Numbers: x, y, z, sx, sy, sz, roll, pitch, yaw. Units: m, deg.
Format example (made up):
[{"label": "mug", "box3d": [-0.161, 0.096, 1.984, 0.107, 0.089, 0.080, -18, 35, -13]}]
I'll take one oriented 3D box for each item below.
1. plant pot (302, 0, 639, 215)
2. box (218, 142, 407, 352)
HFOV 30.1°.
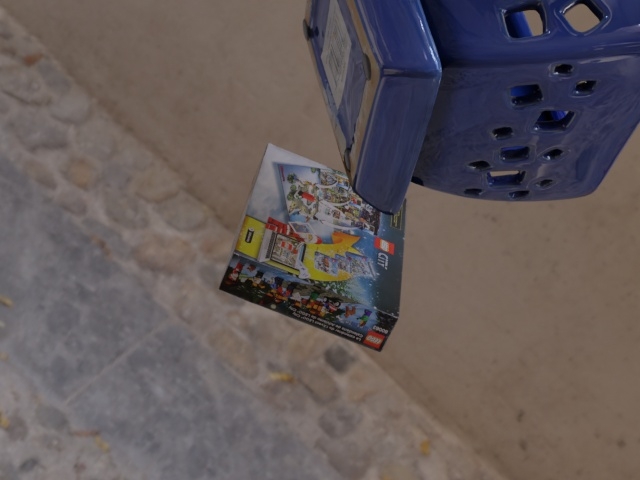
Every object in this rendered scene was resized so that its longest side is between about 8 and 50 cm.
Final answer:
[{"label": "plant pot", "box3d": [0.110, -0.163, 0.913, 0.212, 0.236, 0.236, -11, 65, -11]}, {"label": "box", "box3d": [0.000, 0.000, 1.148, 0.159, 0.044, 0.233, 22, 29, -6]}]
